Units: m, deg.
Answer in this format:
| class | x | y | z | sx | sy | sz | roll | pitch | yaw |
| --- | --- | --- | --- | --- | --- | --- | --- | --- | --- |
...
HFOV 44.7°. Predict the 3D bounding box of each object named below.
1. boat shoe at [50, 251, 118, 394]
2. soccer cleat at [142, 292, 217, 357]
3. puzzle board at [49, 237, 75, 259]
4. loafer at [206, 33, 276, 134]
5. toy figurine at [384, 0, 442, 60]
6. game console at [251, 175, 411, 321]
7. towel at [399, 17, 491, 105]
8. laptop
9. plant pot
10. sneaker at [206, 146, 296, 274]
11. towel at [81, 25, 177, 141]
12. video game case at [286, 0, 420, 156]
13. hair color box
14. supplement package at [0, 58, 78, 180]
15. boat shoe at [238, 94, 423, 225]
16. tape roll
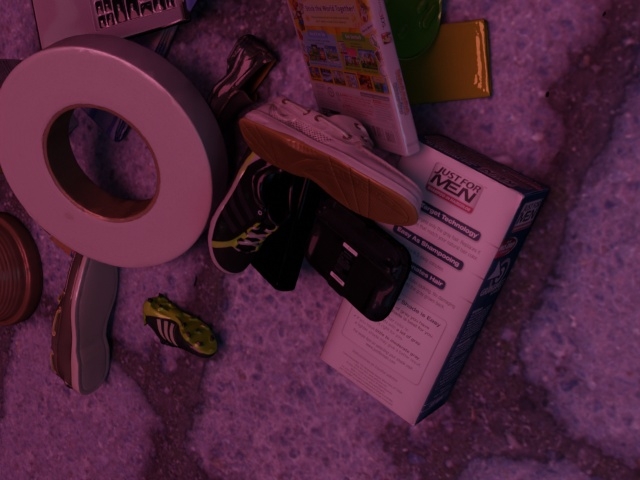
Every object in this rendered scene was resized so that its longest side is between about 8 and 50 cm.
| class | x | y | z | sx | sy | sz | roll | pitch | yaw |
| --- | --- | --- | --- | --- | --- | --- | --- | --- | --- |
| boat shoe | -0.445 | 0.137 | 1.438 | 0.091 | 0.109 | 0.305 | 20 | 111 | 26 |
| soccer cleat | -0.244 | 0.160 | 1.347 | 0.179 | 0.060 | 0.072 | 32 | 124 | 32 |
| puzzle board | -0.468 | -0.031 | 1.483 | 0.096 | 0.011 | 0.128 | 37 | 117 | 21 |
| loafer | -0.126 | -0.228 | 1.196 | 0.061 | 0.062 | 0.170 | 37 | 118 | 17 |
| toy figurine | 0.070 | -0.323 | 1.027 | 0.159 | 0.130 | 0.173 | 18 | 68 | 48 |
| game console | 0.000 | 0.000 | 1.080 | 0.361 | 0.043 | 0.213 | 42 | 122 | 50 |
| towel | 0.118 | -0.234 | 1.062 | 0.237 | 0.021 | 0.102 | 0 | 102 | 33 |
| laptop | -0.318 | -0.520 | 1.137 | 0.407 | 0.236 | 0.382 | -12 | 87 | 11 |
| plant pot | -0.685 | 0.065 | 1.582 | 0.237 | 0.109 | 0.238 | 7 | 103 | 31 |
| sneaker | -0.094 | -0.037 | 1.108 | 0.097 | 0.084 | 0.235 | 50 | 127 | 44 |
| towel | -0.357 | -0.338 | 1.343 | 0.209 | 0.034 | 0.285 | 44 | 119 | 20 |
| video game case | 0.037 | -0.222 | 0.997 | 0.227 | 0.026 | 0.206 | 31 | 143 | 60 |
| hair color box | 0.144 | 0.051 | 1.040 | 0.173 | 0.105 | 0.347 | 32 | 115 | 26 |
| supplement package | -0.601 | -0.216 | 1.421 | 0.194 | 0.203 | 0.149 | -36 | 79 | 33 |
| boat shoe | 0.025 | -0.116 | 0.980 | 0.277 | 0.096 | 0.098 | 32 | 155 | 24 |
| tape roll | -0.339 | -0.133 | 1.253 | 0.391 | 0.072 | 0.392 | 9 | 124 | 14 |
